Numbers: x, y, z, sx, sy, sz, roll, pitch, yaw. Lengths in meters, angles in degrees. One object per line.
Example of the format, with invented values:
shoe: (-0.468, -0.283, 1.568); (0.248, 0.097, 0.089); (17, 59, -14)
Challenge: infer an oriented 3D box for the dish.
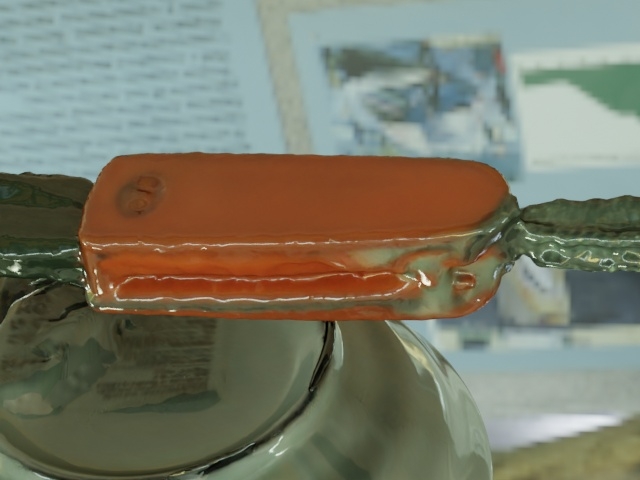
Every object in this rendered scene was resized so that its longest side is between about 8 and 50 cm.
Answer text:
dish: (-0.074, 0.089, 0.944); (0.316, 0.316, 0.106); (0, 129, 12)

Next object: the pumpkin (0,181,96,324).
pumpkin: (-0.132, 0.078, 1.215); (0.250, 0.250, 0.216); (-7, 126, 29)

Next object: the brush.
brush: (0.000, 0.001, 0.868); (0.323, 0.070, 0.051); (1, 128, 14)
